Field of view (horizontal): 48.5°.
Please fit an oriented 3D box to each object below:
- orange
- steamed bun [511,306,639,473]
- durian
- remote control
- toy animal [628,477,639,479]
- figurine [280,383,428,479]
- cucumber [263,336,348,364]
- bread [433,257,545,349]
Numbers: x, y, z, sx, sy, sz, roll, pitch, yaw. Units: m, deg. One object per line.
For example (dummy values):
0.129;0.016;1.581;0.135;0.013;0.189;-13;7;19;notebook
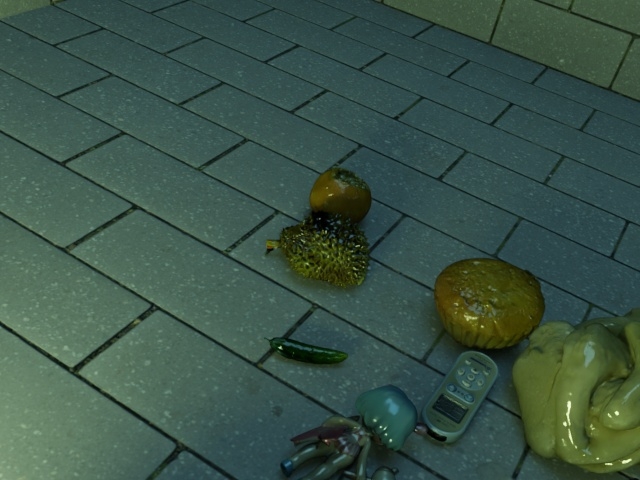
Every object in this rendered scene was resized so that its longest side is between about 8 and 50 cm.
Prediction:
0.049;-0.107;1.731;0.155;0.134;0.154;4;45;-4;orange
0.544;0.259;1.335;0.373;0.230;0.324;-11;40;-24;steamed bun
0.000;0.000;1.577;0.238;0.137;0.193;9;38;-3;durian
0.265;0.295;1.352;0.087;0.047;0.244;32;41;18;remote control
0.544;0.481;1.147;0.343;0.106;0.168;-21;47;-32;toy animal
0.066;0.347;1.187;0.260;0.102;0.205;-24;48;-24;figurine
-0.031;0.217;1.374;0.168;0.039;0.039;12;38;-4;cucumber
0.349;0.134;1.502;0.240;0.139;0.240;8;38;-6;bread
